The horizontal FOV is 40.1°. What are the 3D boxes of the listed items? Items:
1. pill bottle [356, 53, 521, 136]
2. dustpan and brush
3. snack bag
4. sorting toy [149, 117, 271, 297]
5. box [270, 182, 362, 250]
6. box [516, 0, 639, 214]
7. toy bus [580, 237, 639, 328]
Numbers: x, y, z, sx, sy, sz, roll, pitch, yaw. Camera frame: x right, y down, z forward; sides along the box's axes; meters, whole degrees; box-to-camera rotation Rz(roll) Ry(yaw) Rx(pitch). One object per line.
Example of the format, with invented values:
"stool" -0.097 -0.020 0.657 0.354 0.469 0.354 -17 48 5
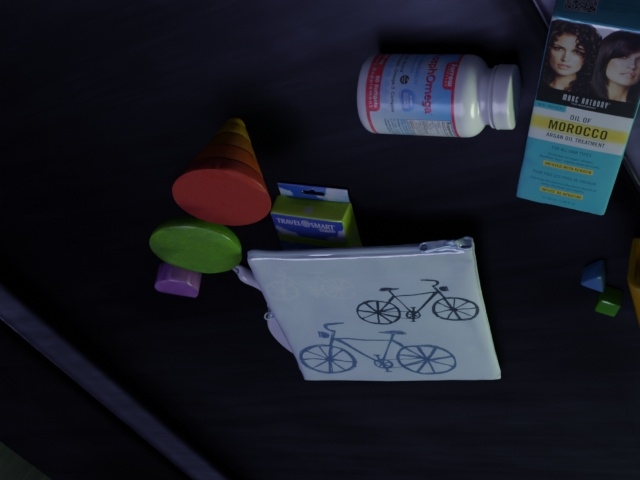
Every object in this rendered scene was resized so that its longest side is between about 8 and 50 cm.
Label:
"pill bottle" 0.126 -0.154 0.930 0.160 0.087 0.087 5 139 23
"dustpan and brush" -0.056 0.105 1.378 0.211 0.060 0.147 29 140 -17
"snack bag" 0.079 0.106 1.258 0.323 0.037 0.342 -3 140 18
"sorting toy" -0.155 -0.046 1.199 0.127 0.126 0.365 15 149 -14
"box" 0.000 0.000 1.222 0.109 0.042 0.178 7 140 21
"box" 0.269 -0.136 0.894 0.101 0.060 0.244 14 142 14
"toy bus" 0.425 0.086 1.040 0.202 0.104 0.191 28 143 -4
